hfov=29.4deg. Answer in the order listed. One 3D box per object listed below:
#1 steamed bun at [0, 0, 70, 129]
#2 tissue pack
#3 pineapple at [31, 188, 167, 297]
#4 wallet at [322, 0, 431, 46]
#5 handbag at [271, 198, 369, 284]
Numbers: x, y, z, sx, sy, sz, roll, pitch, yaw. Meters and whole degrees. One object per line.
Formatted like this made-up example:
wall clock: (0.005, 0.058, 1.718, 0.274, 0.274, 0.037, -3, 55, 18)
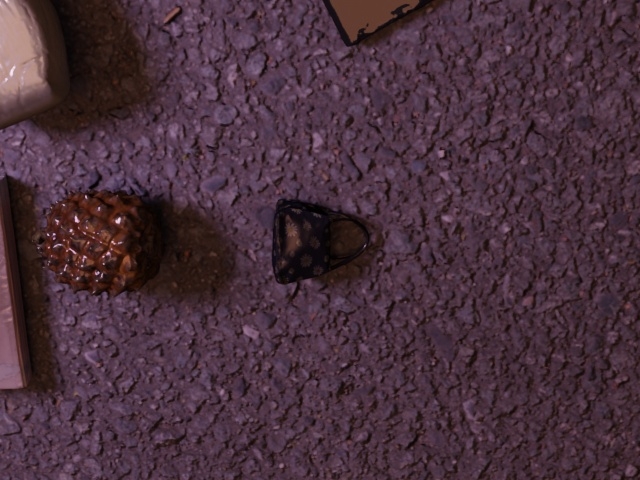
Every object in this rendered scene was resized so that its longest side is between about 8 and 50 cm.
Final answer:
steamed bun: (-0.443, -0.275, 1.628, 0.200, 0.155, 0.250, -25, 99, 10)
tissue pack: (-0.529, 0.065, 1.801, 0.170, 0.071, 0.325, 0, 109, 4)
pineapple: (-0.320, 0.004, 1.718, 0.193, 0.166, 0.166, 5, 110, 16)
wallet: (0.031, -0.411, 1.599, 0.146, 0.030, 0.285, -26, 104, 17)
handbag: (0.000, 0.000, 1.734, 0.139, 0.072, 0.115, -1, 108, -8)
